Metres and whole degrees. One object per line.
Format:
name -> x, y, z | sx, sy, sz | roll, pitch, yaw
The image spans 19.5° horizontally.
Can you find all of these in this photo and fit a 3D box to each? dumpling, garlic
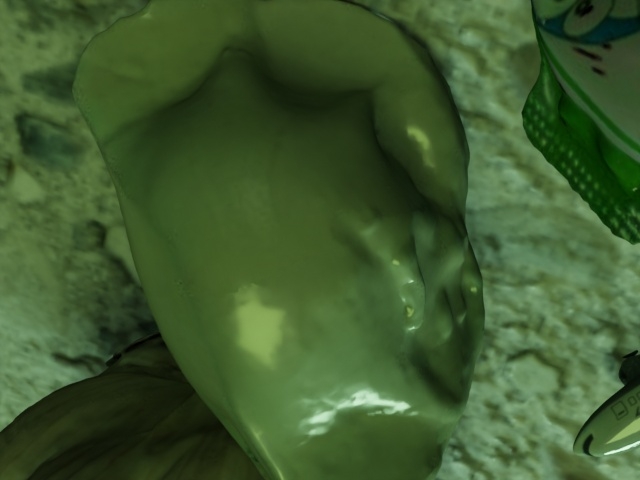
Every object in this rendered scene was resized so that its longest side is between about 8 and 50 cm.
dumpling -> 0.000, 0.000, 0.750 | 0.228, 0.151, 0.124 | 68, 162, -3
garlic -> -0.046, 0.127, 0.830 | 0.228, 0.228, 0.152 | 19, 105, 1

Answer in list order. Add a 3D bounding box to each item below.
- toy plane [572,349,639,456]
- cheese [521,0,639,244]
toy plane -> 0.201, 0.030, 0.759 | 0.226, 0.058, 0.226 | -27, 120, 25
cheese -> 0.161, -0.140, 0.580 | 0.083, 0.204, 0.320 | 2, 129, -41
